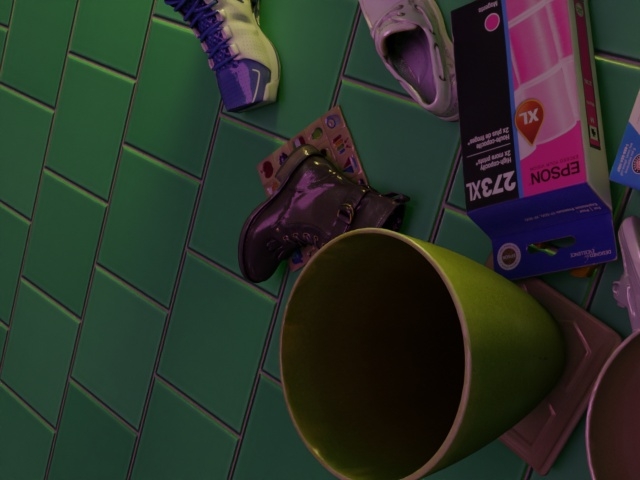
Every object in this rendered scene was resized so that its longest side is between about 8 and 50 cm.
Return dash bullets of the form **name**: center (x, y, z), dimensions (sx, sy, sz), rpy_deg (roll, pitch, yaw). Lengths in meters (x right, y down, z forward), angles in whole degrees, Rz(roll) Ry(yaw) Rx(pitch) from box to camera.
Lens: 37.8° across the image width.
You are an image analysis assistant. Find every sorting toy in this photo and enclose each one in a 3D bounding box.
- **sorting toy**: center (0.280, 0.114, 1.200), dimensions (0.229, 0.041, 0.307), rpy_deg (41, 115, 39)

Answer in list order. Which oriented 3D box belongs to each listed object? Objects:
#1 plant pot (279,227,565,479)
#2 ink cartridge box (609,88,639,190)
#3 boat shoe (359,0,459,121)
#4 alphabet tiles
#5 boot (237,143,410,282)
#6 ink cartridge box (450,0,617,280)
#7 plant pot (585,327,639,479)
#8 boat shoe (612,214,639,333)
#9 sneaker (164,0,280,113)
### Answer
- **plant pot**: center (0.151, 0.133, 1.089), dimensions (0.274, 0.293, 0.275), rpy_deg (-6, 82, 45)
- **ink cartridge box**: center (0.453, -0.092, 1.020), dimensions (0.231, 0.078, 0.134), rpy_deg (27, 108, 39)
- **boat shoe**: center (0.119, -0.287, 1.308), dimensions (0.098, 0.096, 0.277), rpy_deg (-47, 60, 31)
- **alphabet tiles**: center (-0.002, -0.062, 1.469), dimensions (0.198, 0.009, 0.237), rpy_deg (-32, 69, 36)
- **boot**: center (0.000, 0.000, 1.400), dimensions (0.229, 0.091, 0.263), rpy_deg (40, 112, 35)
- **ink cartridge box**: center (0.262, -0.143, 1.174), dimensions (0.175, 0.069, 0.371), rpy_deg (-15, 74, 42)
- **plant pot**: center (0.444, 0.201, 0.947), dimensions (0.284, 0.191, 0.284), rpy_deg (0, 89, 42)
- **boat shoe**: center (0.378, 0.065, 1.100), dimensions (0.063, 0.066, 0.184), rpy_deg (-22, 84, 38)
- **sneaker**: center (-0.181, -0.366, 1.519), dimensions (0.127, 0.182, 0.316), rpy_deg (-15, 79, 42)
